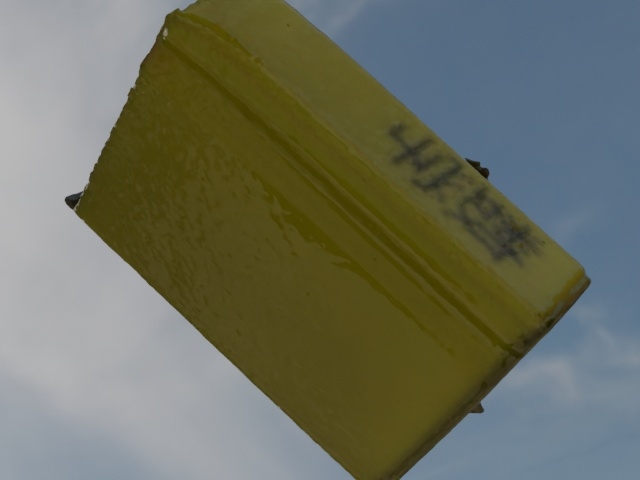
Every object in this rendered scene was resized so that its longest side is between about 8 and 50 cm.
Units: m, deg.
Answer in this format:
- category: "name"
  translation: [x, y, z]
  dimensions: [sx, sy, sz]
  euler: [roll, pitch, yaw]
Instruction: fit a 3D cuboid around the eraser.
- category: "eraser"
  translation: [0.000, 0.000, 0.675]
  dimensions: [0.069, 0.226, 0.158]
  euler: [-41, -8, -46]
